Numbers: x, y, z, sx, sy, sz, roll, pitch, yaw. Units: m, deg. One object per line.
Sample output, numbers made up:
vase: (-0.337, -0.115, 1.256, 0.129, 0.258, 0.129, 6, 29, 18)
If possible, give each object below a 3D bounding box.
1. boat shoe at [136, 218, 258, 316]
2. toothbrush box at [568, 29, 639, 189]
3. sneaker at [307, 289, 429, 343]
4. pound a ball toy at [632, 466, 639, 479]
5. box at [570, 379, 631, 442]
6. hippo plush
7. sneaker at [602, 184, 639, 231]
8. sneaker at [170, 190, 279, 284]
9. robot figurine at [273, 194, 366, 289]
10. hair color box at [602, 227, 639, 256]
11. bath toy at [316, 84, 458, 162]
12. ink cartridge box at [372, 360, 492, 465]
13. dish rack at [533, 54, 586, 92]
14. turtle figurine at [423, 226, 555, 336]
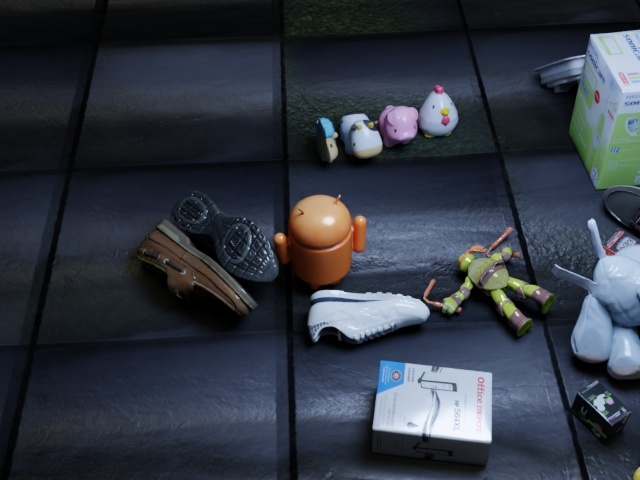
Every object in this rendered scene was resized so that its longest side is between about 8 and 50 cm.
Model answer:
boat shoe: (-0.250, 0.078, 1.788, 0.104, 0.111, 0.307, -47, 53, -10)
toothbrush box: (0.655, -0.284, 1.972, 0.122, 0.283, 0.206, -6, 48, -5)
sneaker: (0.093, 0.155, 1.726, 0.235, 0.090, 0.095, 0, 60, 6)
pound a ball toy: (0.583, 0.361, 1.431, 0.135, 0.208, 0.319, 18, 51, 16)
box: (0.495, 0.302, 1.585, 0.052, 0.062, 0.083, -25, 51, -22)
hippo plush: (0.585, 0.114, 1.700, 0.294, 0.234, 0.236, 39, 27, 13)
sneaker: (0.680, -0.047, 1.858, 0.222, 0.083, 0.118, 32, 24, 25)
sneaker: (-0.176, 0.001, 1.826, 0.109, 0.130, 0.286, -49, 57, -3)
robot figurine: (0.002, -0.001, 1.766, 0.158, 0.219, 0.128, 16, 50, 16)
hair color box: (0.652, 0.039, 1.837, 0.141, 0.043, 0.072, 33, 55, 26)
bath toy: (0.162, -0.271, 2.075, 0.348, 0.129, 0.151, -15, 49, -14)
ink cartridge box: (0.198, 0.302, 1.576, 0.203, 0.086, 0.148, 4, 48, 6)
dish rack: (0.708, -0.412, 2.152, 0.332, 0.072, 0.285, -7, 5, -6)
turtle figurine: (0.355, 0.076, 1.779, 0.269, 0.087, 0.217, -35, 56, -27)
